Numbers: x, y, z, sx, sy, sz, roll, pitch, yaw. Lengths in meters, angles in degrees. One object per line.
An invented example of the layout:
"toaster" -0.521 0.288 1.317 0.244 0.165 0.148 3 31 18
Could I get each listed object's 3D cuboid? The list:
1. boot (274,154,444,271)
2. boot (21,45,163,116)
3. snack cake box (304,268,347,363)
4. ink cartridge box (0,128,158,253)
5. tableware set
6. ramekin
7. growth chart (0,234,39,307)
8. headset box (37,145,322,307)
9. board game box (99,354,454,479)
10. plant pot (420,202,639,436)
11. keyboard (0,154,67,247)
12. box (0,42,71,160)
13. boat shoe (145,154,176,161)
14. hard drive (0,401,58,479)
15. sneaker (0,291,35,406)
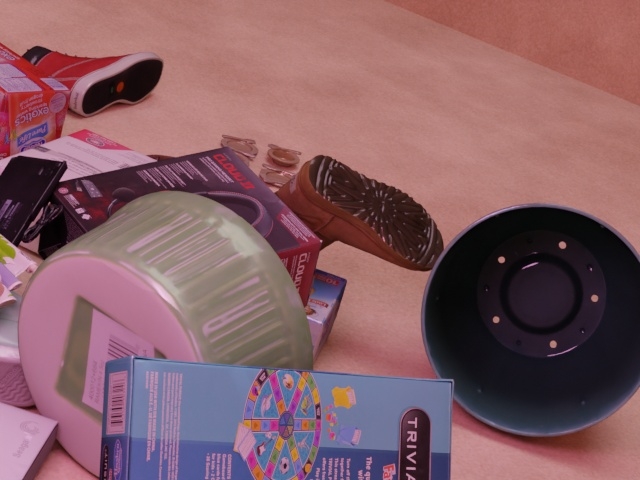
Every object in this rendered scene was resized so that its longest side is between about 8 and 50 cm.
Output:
"boot" 0.000 0.000 2.163 0.236 0.269 0.089 35 53 -17
"boot" -0.388 -0.289 2.724 0.176 0.088 0.244 26 28 24
"snack cake box" -0.114 0.070 2.093 0.264 0.089 0.152 20 22 5
"ink cartridge box" -0.320 -0.056 2.214 0.172 0.100 0.237 24 22 15
"tableware set" -0.099 -0.132 2.655 0.141 0.020 0.169 16 23 -4
"ramekin" -0.171 0.113 1.696 0.303 0.303 0.148 29 33 25
"growth chart" -0.410 0.042 1.749 0.172 0.021 0.237 31 35 26
"headset box" -0.158 0.004 1.969 0.293 0.110 0.218 -14 44 -34
"board game box" -0.039 0.248 1.537 0.336 0.254 0.079 7 -10 -26
"plant pot" 0.284 0.085 2.123 0.293 0.293 0.235 20 9 5
"keyboard" -0.350 -0.022 1.879 0.108 0.023 0.180 9 56 29
"box" -0.503 -0.217 2.419 0.257 0.123 0.128 33 27 33
"boat shoe" -0.158 -0.046 2.354 0.257 0.095 0.095 26 0 23
"hard drive" -0.437 0.193 1.624 0.307 0.040 0.203 18 26 2
"sneaker" -0.422 0.096 1.798 0.256 0.094 0.151 18 25 -20
